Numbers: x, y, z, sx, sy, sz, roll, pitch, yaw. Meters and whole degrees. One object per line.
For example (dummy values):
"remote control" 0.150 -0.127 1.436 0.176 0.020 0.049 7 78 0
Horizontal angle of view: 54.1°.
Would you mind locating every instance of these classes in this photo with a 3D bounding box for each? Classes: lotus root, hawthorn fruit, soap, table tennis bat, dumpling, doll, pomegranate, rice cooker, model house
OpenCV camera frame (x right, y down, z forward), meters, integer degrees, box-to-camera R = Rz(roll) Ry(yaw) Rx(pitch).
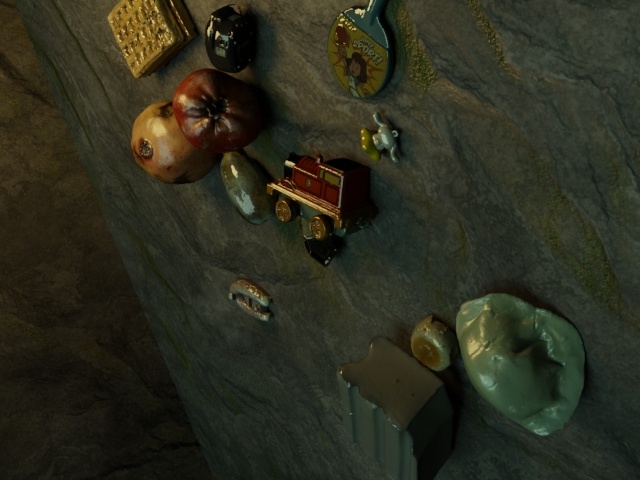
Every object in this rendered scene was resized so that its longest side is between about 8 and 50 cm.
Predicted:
"lotus root" -0.268 -0.200 2.164 0.322 0.140 0.158 58 145 6
"hawthorn fruit" -0.326 -0.409 1.975 0.284 0.284 0.284 30 136 34
"soap" 0.240 0.554 1.966 0.350 0.213 0.435 37 152 34
"table tennis bat" 0.109 -0.502 1.571 0.215 0.044 0.329 46 145 19
"dumpling" 0.486 0.293 1.578 0.321 0.270 0.212 41 171 -15
"doll" 0.157 -0.273 1.662 0.113 0.072 0.135 11 119 37
"pomegranate" -0.525 -0.352 2.250 0.322 0.322 0.322 30 136 34
"rice cooker" -0.269 -0.598 1.871 0.118 0.142 0.203 28 144 22
"model house" -0.001 -0.004 2.034 0.165 0.106 0.152 -107 1 -51

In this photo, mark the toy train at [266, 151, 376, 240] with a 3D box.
"toy train" 0.013 -0.140 1.854 0.369 0.163 0.231 28 122 37

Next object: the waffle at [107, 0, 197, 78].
"waffle" -0.593 -0.751 2.180 0.376 0.114 0.260 -13 102 53

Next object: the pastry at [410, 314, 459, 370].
"pastry" 0.335 0.305 1.847 0.166 0.088 0.165 29 133 36

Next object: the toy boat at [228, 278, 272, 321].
"toy boat" -0.295 0.247 2.569 0.227 0.085 0.155 31 137 33
